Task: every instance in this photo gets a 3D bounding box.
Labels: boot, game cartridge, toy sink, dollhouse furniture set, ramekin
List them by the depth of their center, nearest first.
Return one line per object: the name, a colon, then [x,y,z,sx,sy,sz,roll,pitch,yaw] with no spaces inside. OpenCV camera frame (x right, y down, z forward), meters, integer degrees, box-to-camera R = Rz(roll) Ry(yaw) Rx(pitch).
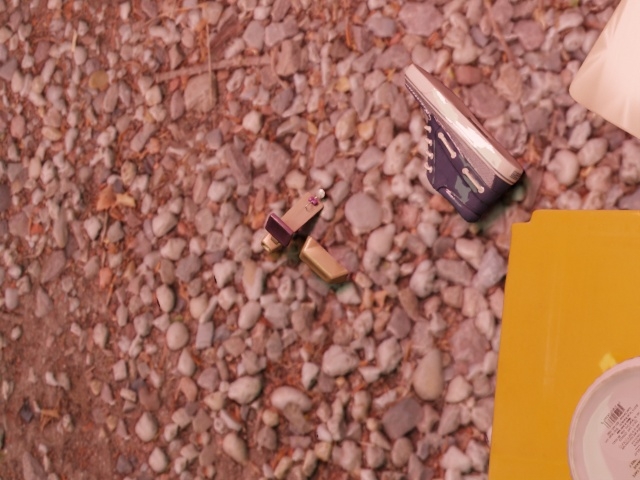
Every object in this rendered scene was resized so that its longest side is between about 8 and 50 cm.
ramekin: [0.338,0.205,1.689,0.207,0.109,0.207,-6,80,34]
toy sink: [0.390,-0.198,1.760,0.153,0.131,0.234,35,98,33]
game cartridge: [0.318,0.129,1.813,0.285,0.052,0.324,2,82,35]
boot: [0.137,-0.110,1.956,0.086,0.069,0.190,-48,62,16]
dollhouse furniture set: [0.000,0.000,2.073,0.114,0.091,0.081,43,66,9]
